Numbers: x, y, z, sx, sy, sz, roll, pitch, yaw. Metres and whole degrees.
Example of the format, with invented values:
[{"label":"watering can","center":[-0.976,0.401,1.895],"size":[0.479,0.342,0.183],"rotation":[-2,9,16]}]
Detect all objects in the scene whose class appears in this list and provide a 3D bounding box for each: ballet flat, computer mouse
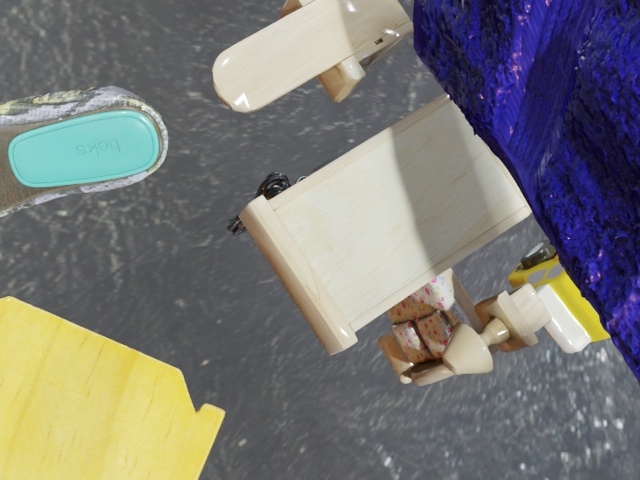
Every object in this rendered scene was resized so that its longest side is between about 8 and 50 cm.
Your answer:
[{"label":"ballet flat","center":[-0.107,-0.029,0.395],"size":[0.114,0.041,0.041],"rotation":[-9,94,-4]},{"label":"computer mouse","center":[0.011,-0.083,1.514],"size":[0.262,0.184,0.060],"rotation":[-16,81,-25]}]

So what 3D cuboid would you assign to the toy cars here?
[{"label":"toy cars","center":[0.153,0.014,1.097],"size":[0.393,0.087,0.176],"rotation":[26,143,38]}]

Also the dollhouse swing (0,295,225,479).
[{"label":"dollhouse swing","center":[-0.331,0.282,1.417],"size":[0.346,0.305,0.315],"rotation":[23,72,0]}]

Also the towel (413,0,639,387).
[{"label":"towel","center":[0.137,-0.074,0.555],"size":[0.076,0.228,0.308],"rotation":[-18,51,-16]}]

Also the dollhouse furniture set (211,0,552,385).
[{"label":"dollhouse furniture set","center":[0.000,0.000,0.952],"size":[0.174,0.355,0.303],"rotation":[-32,88,-19]}]
